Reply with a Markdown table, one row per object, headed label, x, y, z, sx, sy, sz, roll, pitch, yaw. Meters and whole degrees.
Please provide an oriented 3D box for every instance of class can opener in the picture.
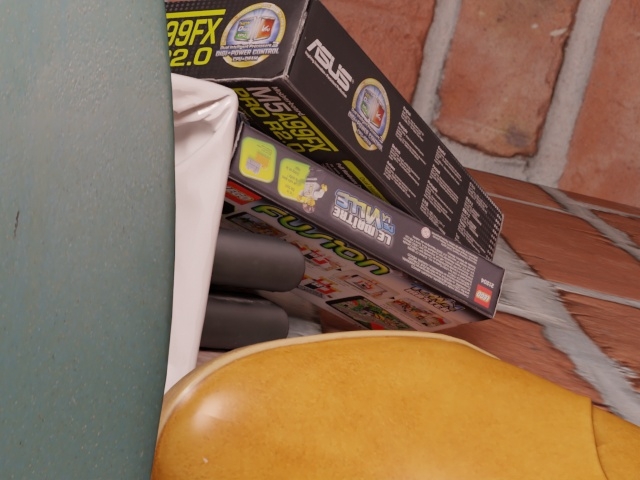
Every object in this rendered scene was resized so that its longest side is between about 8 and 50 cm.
| label | x | y | z | sx | sy | sz | roll | pitch | yaw |
| --- | --- | --- | --- | --- | --- | --- | --- | --- | --- |
| can opener | -0.141 | 0.011 | 1.020 | 0.283 | 0.076 | 0.095 | 8 | 10 | -42 |

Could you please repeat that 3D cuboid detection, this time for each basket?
| label | x | y | z | sx | sy | sz | roll | pitch | yaw |
| --- | --- | --- | --- | --- | --- | --- | --- | --- | --- |
| basket | -0.119 | 0.003 | 0.787 | 0.113 | 0.167 | 0.103 | 7 | 5 | -39 |

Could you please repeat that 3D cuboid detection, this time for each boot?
| label | x | y | z | sx | sy | sz | roll | pitch | yaw |
| --- | --- | --- | --- | --- | --- | --- | --- | --- | --- |
| boot | 0.105 | 0.113 | 0.601 | 0.295 | 0.104 | 0.211 | 14 | 6 | -29 |

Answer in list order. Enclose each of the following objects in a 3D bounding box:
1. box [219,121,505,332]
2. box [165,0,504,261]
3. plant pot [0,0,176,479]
| label | x | y | z | sx | sy | sz | roll | pitch | yaw |
| --- | --- | --- | --- | --- | --- | --- | --- | --- | --- |
| box | 0.000 | 0.000 | 1.134 | 0.207 | 0.036 | 0.114 | 29 | -25 | -28 |
| box | -0.037 | -0.055 | 1.162 | 0.216 | 0.060 | 0.270 | 0 | -27 | 33 |
| plant pot | -0.135 | 0.008 | 0.449 | 0.166 | 0.234 | 0.165 | 16 | 8 | 22 |
